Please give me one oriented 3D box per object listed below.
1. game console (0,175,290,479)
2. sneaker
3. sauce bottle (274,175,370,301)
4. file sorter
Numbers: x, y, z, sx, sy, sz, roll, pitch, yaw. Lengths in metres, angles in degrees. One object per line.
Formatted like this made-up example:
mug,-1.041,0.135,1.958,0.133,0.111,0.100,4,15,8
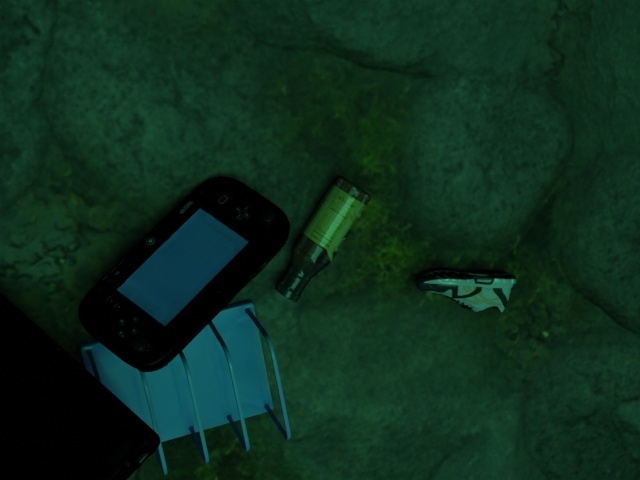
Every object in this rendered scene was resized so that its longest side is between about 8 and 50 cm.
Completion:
game console,-0.185,0.072,1.046,0.213,0.044,0.361,38,68,16
sneaker,0.148,0.053,1.210,0.109,0.040,0.043,5,106,-18
sauce bottle,0.000,0.000,1.149,0.042,0.042,0.128,31,97,-23
file sorter,-0.125,0.145,1.116,0.170,0.104,0.118,-14,108,-13
